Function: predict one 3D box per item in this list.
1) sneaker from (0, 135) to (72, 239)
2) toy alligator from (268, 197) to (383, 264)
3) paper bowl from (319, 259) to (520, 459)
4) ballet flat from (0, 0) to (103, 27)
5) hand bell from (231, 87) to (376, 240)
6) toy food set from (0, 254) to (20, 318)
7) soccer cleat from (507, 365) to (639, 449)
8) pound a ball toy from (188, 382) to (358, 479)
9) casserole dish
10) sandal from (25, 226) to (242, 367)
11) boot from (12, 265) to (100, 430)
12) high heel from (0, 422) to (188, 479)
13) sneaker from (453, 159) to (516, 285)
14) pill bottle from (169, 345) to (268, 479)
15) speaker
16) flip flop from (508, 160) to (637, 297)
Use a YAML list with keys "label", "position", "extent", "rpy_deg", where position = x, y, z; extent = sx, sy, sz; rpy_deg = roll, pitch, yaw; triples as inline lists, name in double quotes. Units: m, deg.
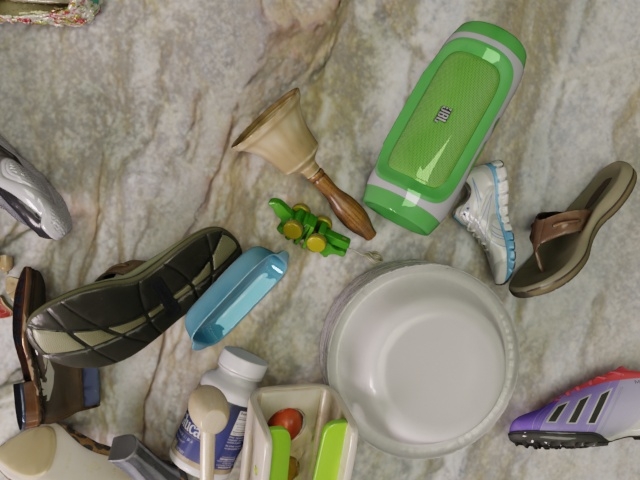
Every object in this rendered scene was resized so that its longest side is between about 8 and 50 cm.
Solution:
- label: "sneaker"
  position: [-0.470, -0.067, 0.807]
  extent: [0.268, 0.101, 0.153]
  rpy_deg: [44, 86, 0]
- label: "toy alligator"
  position: [0.000, 0.000, 0.893]
  extent: [0.190, 0.056, 0.051]
  rpy_deg: [29, 130, -8]
- label: "paper bowl"
  position: [0.146, 0.172, 0.867]
  extent: [0.285, 0.148, 0.283]
  rpy_deg: [0, 92, -8]
- label: "ballet flat"
  position: [-0.423, -0.337, 0.815]
  extent: [0.241, 0.077, 0.091]
  rpy_deg: [-4, 93, -7]
- label: "hand bell"
  position: [-0.002, -0.087, 0.877]
  extent: [0.126, 0.126, 0.242]
  rpy_deg: [-44, 109, -4]
- label: "toy food set"
  position: [-0.459, 0.059, 0.849]
  extent: [0.078, 0.019, 0.122]
  rpy_deg: [-24, 103, -7]
- label: "soccer cleat"
  position: [0.440, 0.258, 0.940]
  extent: [0.319, 0.108, 0.116]
  rpy_deg: [-5, 70, -4]
- label: "pound a ball toy"
  position: [-0.081, 0.315, 0.805]
  extent: [0.208, 0.136, 0.318]
  rpy_deg: [0, 110, -20]
- label: "casserole dish"
  position: [-0.121, 0.076, 0.852]
  extent: [0.188, 0.114, 0.037]
  rpy_deg: [-46, 72, -3]
- label: "sandal"
  position: [-0.250, 0.075, 0.842]
  extent: [0.303, 0.086, 0.120]
  rpy_deg: [-28, 119, -25]
- label: "boot"
  position: [-0.369, 0.145, 0.844]
  extent: [0.106, 0.082, 0.219]
  rpy_deg: [0, 86, -36]
- label: "high heel"
  position: [-0.323, 0.339, 0.855]
  extent: [0.262, 0.093, 0.186]
  rpy_deg: [-6, 135, 19]
- label: "sneaker"
  position: [0.246, -0.024, 0.920]
  extent: [0.083, 0.071, 0.190]
  rpy_deg: [-7, 85, 1]
- label: "pill bottle"
  position: [-0.139, 0.241, 0.856]
  extent: [0.094, 0.094, 0.169]
  rpy_deg: [24, 88, -7]
- label: "speaker"
  position: [0.179, -0.161, 0.873]
  extent: [0.131, 0.131, 0.296]
  rpy_deg: [29, 88, -7]
- label: "flip flop"
  position: [0.368, -0.025, 0.908]
  extent: [0.080, 0.112, 0.277]
  rpy_deg: [42, 82, -11]
